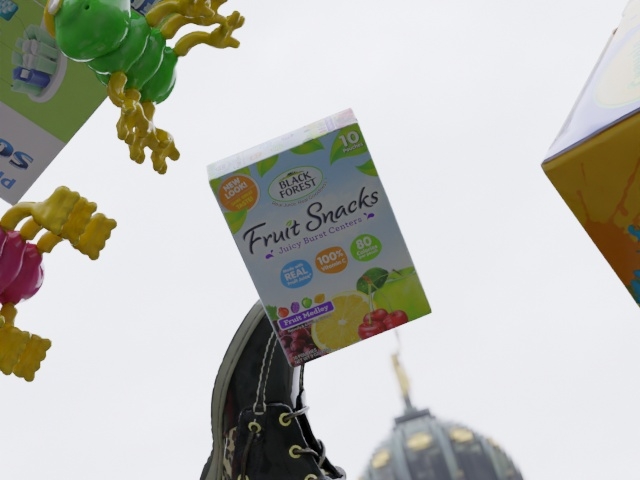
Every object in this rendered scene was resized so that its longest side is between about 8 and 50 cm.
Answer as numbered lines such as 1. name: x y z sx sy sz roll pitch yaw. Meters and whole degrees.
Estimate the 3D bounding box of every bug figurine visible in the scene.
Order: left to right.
1. bug figurine: -0.145 -0.066 0.649 0.279 0.072 0.216 -60 -33 -13

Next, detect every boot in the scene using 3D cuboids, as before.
1. boot: 0.002 0.170 1.129 0.085 0.178 0.236 -12 -60 -55

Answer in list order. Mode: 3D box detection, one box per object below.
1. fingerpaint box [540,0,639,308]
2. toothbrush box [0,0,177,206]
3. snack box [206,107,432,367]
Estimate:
1. fingerpaint box: 0.339 -0.031 0.870 0.163 0.445 0.371 -29 -76 34
2. toothbrush box: -0.125 -0.191 0.853 0.122 0.206 0.283 36 -60 -20
3. snack box: 0.000 0.000 0.957 0.100 0.037 0.141 -22 -67 1
